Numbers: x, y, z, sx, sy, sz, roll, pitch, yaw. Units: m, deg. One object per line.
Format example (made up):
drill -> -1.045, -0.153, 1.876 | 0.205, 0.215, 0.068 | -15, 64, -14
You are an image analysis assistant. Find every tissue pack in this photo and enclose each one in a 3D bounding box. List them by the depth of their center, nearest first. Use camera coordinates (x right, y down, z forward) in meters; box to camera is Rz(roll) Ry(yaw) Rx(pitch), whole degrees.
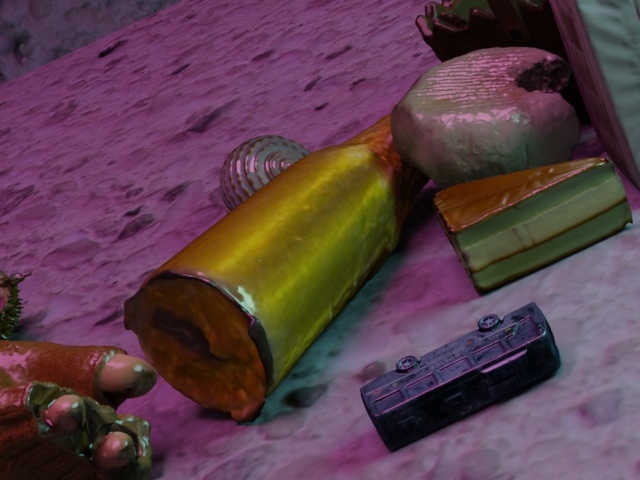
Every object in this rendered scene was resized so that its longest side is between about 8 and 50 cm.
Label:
tissue pack -> 0.307, -0.180, 1.440 | 0.124, 0.225, 0.185 | -23, 22, 6

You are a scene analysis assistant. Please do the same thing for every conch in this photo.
conch -> -0.060, -0.077, 1.793 | 0.135, 0.102, 0.153 | -19, 16, -27

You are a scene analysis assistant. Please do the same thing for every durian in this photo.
durian -> -0.417, 0.092, 1.807 | 0.221, 0.095, 0.137 | 4, 72, 49

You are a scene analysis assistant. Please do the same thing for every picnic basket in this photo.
picnic basket -> 0.253, -0.301, 1.668 | 0.291, 0.321, 0.254 | -9, 30, 42

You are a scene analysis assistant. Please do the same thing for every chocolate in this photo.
chocolate -> 0.000, 0.000, 1.498 | 0.162, 0.162, 0.445 | -8, 23, 37

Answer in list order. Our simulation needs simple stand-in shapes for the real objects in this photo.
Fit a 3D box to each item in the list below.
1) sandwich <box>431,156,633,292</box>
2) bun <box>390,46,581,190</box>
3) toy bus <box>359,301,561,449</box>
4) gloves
sandwich -> 0.196, -0.032, 1.419 | 0.163, 0.079, 0.113 | -26, 22, 2
bun -> 0.180, -0.111, 1.537 | 0.204, 0.126, 0.212 | 11, 35, 34
toy bus -> 0.116, 0.111, 1.225 | 0.166, 0.047, 0.065 | -26, 26, 2
gloves -> -0.275, 0.177, 1.356 | 0.203, 0.155, 0.356 | -30, 14, -38
